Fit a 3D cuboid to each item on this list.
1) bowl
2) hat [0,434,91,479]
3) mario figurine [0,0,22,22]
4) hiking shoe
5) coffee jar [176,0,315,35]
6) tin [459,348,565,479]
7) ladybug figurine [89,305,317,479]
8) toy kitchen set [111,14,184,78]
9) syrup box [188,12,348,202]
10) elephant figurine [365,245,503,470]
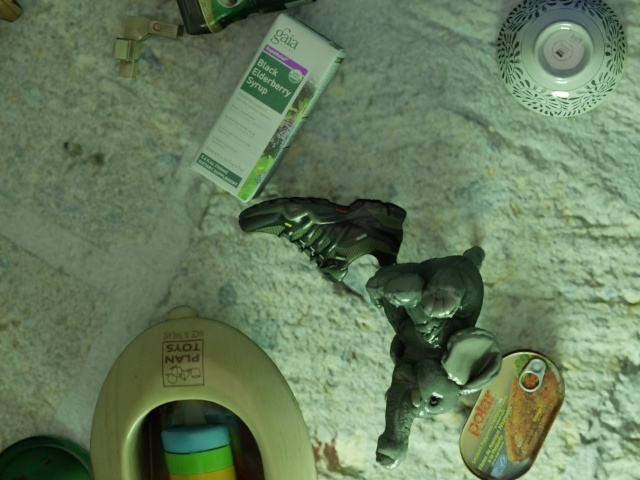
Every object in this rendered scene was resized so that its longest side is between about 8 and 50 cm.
[{"bbox_3d":[0.310,-0.242,1.626,0.170,0.080,0.170,1,97,8],"label":"bowl"},{"bbox_3d":[-0.422,0.380,1.749,0.208,0.183,0.173,-26,92,10],"label":"hat"},{"bbox_3d":[-0.573,-0.269,1.754,0.320,0.170,0.198,-38,54,0],"label":"mario figurine"},{"bbox_3d":[0.000,0.000,1.695,0.227,0.086,0.114,2,93,7],"label":"hiking shoe"},{"bbox_3d":[-0.101,-0.336,1.675,0.184,0.079,0.096,-15,97,9],"label":"coffee jar"},{"bbox_3d":[0.257,0.236,1.710,0.106,0.040,0.190,25,99,1],"label":"tin"},{"bbox_3d":[-0.150,0.306,1.712,0.305,0.162,0.449,-3,96,9],"label":"ladybug figurine"},{"bbox_3d":[-0.234,-0.257,1.709,0.075,0.068,0.083,11,98,7],"label":"toy kitchen set"},{"bbox_3d":[-0.067,-0.176,1.681,0.093,0.096,0.237,33,101,4],"label":"syrup box"},{"bbox_3d":[0.145,0.150,1.648,0.186,0.169,0.239,-10,99,4],"label":"elephant figurine"}]
